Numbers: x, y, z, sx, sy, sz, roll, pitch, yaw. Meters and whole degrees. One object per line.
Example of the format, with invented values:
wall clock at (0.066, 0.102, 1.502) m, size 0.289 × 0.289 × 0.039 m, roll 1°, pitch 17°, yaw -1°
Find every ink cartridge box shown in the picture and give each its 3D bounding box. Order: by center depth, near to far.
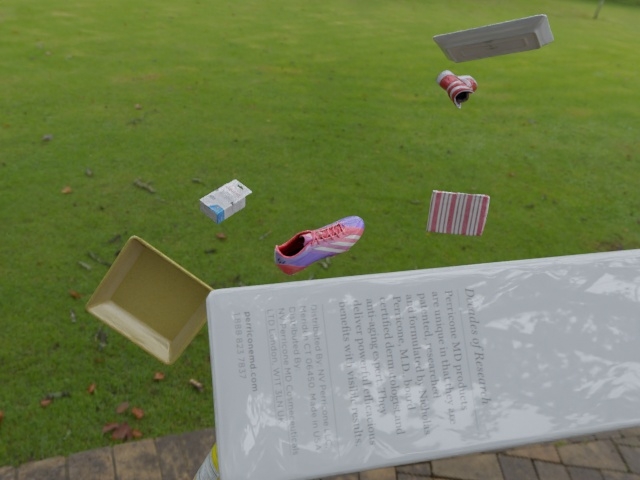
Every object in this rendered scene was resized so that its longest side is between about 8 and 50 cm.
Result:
ink cartridge box at (-0.168, -0.070, 0.978) m, size 0.048 × 0.028 × 0.083 m, roll 38°, pitch 54°, yaw 23°

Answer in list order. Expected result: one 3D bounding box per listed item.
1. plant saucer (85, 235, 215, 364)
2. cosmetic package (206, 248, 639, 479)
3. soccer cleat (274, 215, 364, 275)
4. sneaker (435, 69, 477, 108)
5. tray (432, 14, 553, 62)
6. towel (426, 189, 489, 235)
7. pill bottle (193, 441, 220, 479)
plant saucer at (-0.514, 0.183, 1.719) m, size 0.333 × 0.333 × 0.081 m, roll 37°, pitch 21°, yaw -8°
cosmetic package at (0.122, 0.113, 0.563) m, size 0.453 × 0.161 × 0.230 m, roll -4°, pitch -8°, yaw -10°
soccer cleat at (0.000, 0.000, 1.349) m, size 0.248 × 0.095 × 0.083 m, roll -28°, pitch 54°, yaw -10°
sneaker at (0.270, -0.279, 1.028) m, size 0.118 × 0.042 × 0.067 m, roll -4°, pitch 53°, yaw -44°
tray at (0.432, -0.495, 1.373) m, size 0.270 × 0.030 × 0.145 m, roll -1°, pitch -8°, yaw 30°
towel at (0.458, -0.091, 1.827) m, size 0.197 × 0.144 × 0.029 m, roll 5°, pitch 18°, yaw -4°
pill bottle at (-0.134, 0.381, 0.906) m, size 0.117 × 0.215 × 0.117 m, roll 30°, pitch 14°, yaw -8°
